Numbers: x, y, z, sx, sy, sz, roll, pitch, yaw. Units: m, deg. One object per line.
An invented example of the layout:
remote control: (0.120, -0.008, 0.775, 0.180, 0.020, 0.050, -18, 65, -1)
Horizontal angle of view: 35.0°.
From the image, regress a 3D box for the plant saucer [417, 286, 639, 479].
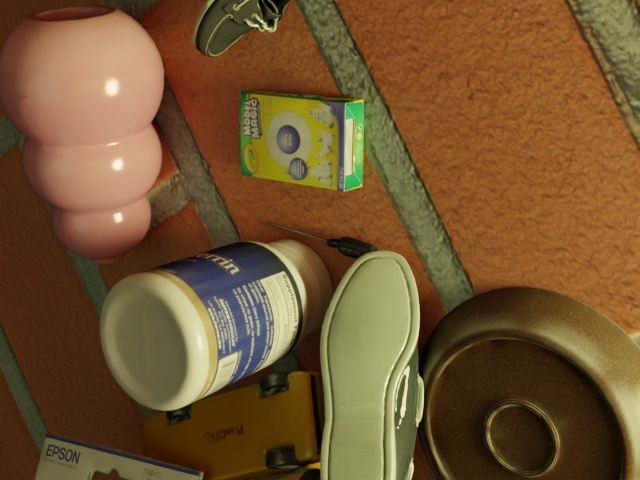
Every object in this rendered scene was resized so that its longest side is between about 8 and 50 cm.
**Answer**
plant saucer: (0.223, 0.205, 1.089, 0.311, 0.050, 0.310, 10, 108, 34)

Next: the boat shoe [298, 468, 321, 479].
boat shoe: (0.059, 0.421, 1.220, 0.130, 0.132, 0.355, -7, 116, 21)

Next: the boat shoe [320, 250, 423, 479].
boat shoe: (0.059, 0.164, 1.137, 0.114, 0.091, 0.302, 5, 74, 22)

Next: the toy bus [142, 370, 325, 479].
toy bus: (-0.095, 0.251, 1.278, 0.333, 0.130, 0.108, -23, 64, 39)

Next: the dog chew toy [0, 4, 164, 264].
dog chew toy: (-0.295, -0.127, 1.306, 0.207, 0.207, 0.331, 13, 118, 34)

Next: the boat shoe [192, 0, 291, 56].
boat shoe: (-0.073, -0.272, 1.167, 0.206, 0.075, 0.065, -42, 73, 32)

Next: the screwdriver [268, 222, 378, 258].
screwdriver: (0.000, 0.000, 1.224, 0.170, 0.024, 0.025, 12, 138, 41)

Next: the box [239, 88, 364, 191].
box: (-0.033, -0.122, 1.198, 0.179, 0.043, 0.105, 11, 108, 37)

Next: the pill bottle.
pill bottle: (-0.109, 0.085, 1.170, 0.153, 0.265, 0.153, 10, 107, 34)

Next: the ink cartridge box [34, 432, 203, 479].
ink cartridge box: (-0.279, 0.423, 1.286, 0.304, 0.072, 0.307, 4, 70, 38)
